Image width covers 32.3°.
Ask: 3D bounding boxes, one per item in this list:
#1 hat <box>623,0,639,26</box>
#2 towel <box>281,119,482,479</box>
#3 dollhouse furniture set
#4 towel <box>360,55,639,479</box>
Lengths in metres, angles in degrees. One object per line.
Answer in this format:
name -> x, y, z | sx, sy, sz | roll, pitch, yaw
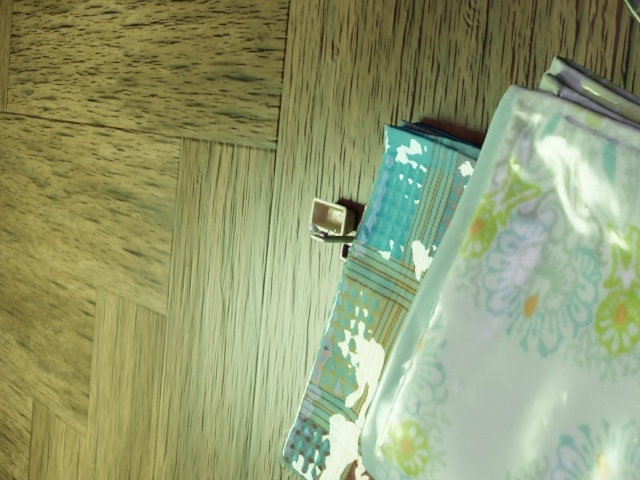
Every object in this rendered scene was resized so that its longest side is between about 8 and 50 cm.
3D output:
hat -> 0.240, -0.181, 0.623 | 0.331, 0.134, 0.331 | 54, 169, 16
towel -> 0.090, 0.089, 1.000 | 0.271, 0.040, 0.370 | 27, 101, 53
dollhouse furniture set -> 0.000, 0.000, 1.150 | 0.114, 0.081, 0.091 | 22, 107, 54
towel -> 0.186, 0.089, 0.761 | 0.320, 0.090, 0.374 | 40, 115, 52
